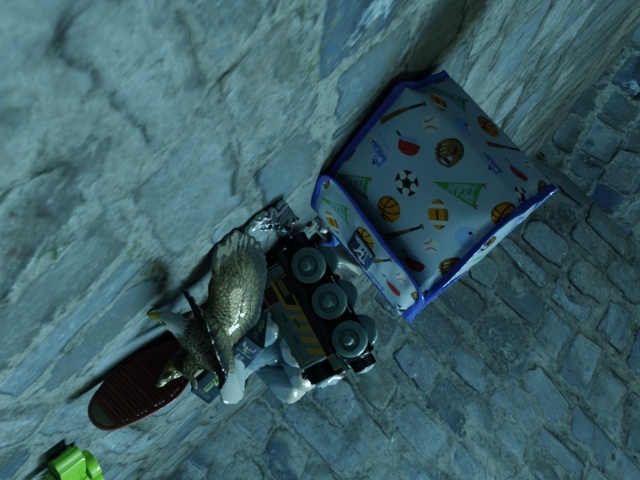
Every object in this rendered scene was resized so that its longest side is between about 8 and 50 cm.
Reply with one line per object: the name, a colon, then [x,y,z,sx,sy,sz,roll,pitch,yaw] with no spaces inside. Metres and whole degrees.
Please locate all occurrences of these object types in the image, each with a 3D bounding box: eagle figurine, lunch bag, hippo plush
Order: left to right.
eagle figurine: [-0.197,0.157,1.340,0.225,0.226,0.298,-2,147,-42]
hippo plush: [-0.075,0.252,1.873,0.294,0.234,0.236,-34,-175,42]
lunch bag: [0.180,-0.067,1.425,0.238,0.328,0.385,-24,161,-50]

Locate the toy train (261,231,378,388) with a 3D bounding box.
toy train: [-0.015,0.152,1.612,0.190,0.334,0.142,-31,174,17]

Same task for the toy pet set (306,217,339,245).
toy pet set: [0.000,0.000,1.716,0.114,0.065,0.122,-31,164,-45]

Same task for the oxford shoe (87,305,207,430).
oxford shoe: [-0.316,0.273,1.508,0.348,0.123,0.130,-35,168,-35]

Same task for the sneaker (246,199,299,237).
sneaker: [-0.079,-0.026,1.346,0.098,0.069,0.038,-37,167,-28]

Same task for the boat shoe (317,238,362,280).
boat shoe: [0.029,0.076,1.930,0.130,0.132,0.355,-43,167,1]

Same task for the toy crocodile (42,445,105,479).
toy crocodile: [-0.569,0.537,1.702,0.115,0.105,0.341,-36,162,-27]

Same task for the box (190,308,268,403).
box: [-0.196,0.227,1.654,0.183,0.059,0.233,-47,-163,15]
